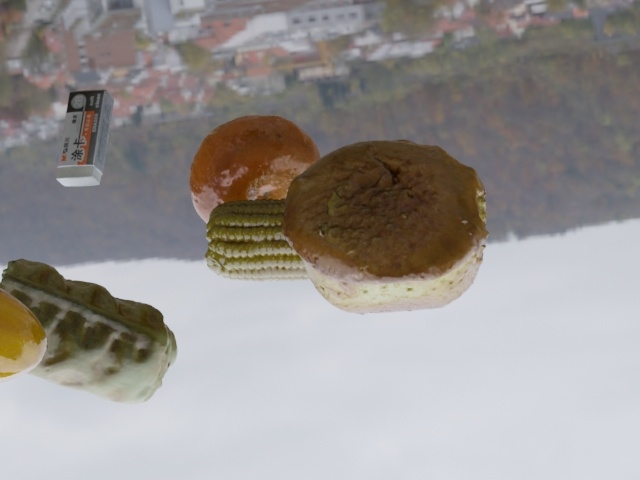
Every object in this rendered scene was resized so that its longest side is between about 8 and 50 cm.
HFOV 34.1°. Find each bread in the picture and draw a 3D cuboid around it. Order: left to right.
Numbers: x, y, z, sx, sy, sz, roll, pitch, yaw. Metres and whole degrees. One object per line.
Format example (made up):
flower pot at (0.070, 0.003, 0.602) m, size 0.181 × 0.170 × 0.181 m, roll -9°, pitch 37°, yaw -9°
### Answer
bread at (-0.321, 0.128, 1.403) m, size 0.268 × 0.152 × 0.130 m, roll 23°, pitch 151°, yaw -22°
bread at (0.088, -0.020, 1.326) m, size 0.269 × 0.145 × 0.268 m, roll -5°, pitch -131°, yaw 6°

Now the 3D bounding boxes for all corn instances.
corn at (0.000, 0.000, 1.557) m, size 0.345 × 0.131 × 0.131 m, roll 0°, pitch -173°, yaw -2°

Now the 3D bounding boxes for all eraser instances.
eraser at (-0.290, -0.127, 1.286) m, size 0.052 × 0.122 × 0.029 m, roll -2°, pitch 159°, yaw 14°

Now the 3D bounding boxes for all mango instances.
mango at (-0.339, 0.077, 0.891) m, size 0.219 × 0.112 × 0.145 m, roll 13°, pitch -159°, yaw -37°

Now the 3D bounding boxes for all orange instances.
orange at (-0.108, -0.106, 1.709) m, size 0.224 × 0.224 × 0.170 m, roll -11°, pitch -153°, yaw -23°
